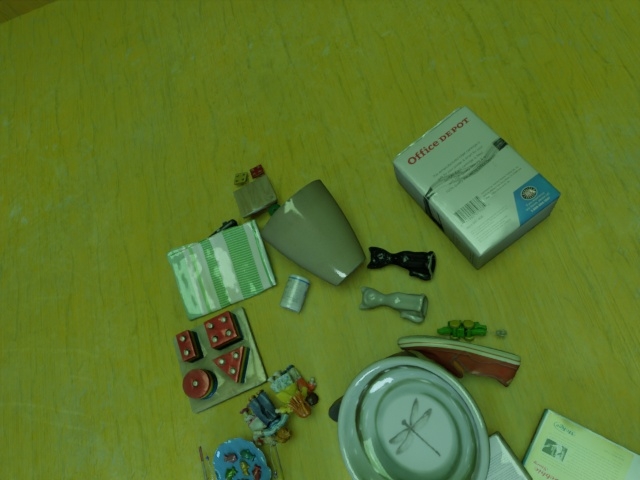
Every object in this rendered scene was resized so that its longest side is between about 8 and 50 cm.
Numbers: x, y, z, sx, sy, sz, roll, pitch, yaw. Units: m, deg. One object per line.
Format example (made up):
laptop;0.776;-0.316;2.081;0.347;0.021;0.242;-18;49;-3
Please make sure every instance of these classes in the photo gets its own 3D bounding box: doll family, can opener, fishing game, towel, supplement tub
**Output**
doll family;-0.121;0.490;1.486;0.263;0.118;0.163;-43;67;-3
can opener;-0.354;-0.006;1.748;0.186;0.059;0.073;-33;44;4
fishing game;-0.230;0.660;1.467;0.264;0.041;0.189;-8;93;18
towel;-0.326;0.093;1.693;0.325;0.038;0.247;-21;82;6
supplement tub;-0.081;0.165;1.613;0.071;0.071;0.107;14;77;19

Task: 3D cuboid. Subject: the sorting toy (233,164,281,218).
sorting toy;-0.220;-0.147;1.759;0.132;0.046;0.274;-28;51;3

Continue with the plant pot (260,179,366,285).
plant pot;0.000;0.000;1.573;0.256;0.256;0.274;-43;83;-2

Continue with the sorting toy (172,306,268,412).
sorting toy;-0.329;0.366;1.600;0.257;0.089;0.255;-25;67;5

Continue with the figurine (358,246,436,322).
figurine;0.223;0.125;1.547;0.210;0.092;0.214;7;74;25

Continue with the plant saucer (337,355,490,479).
plant saucer;0.238;0.495;1.311;0.401;0.101;0.400;-4;83;32

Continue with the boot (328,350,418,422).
boot;0.158;0.421;1.464;0.305;0.112;0.115;-30;29;11

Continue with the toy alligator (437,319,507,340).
toy alligator;0.430;0.249;1.464;0.190;0.056;0.051;-2;31;14

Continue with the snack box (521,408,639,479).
snack box;0.683;0.582;1.274;0.322;0.060;0.187;25;80;21

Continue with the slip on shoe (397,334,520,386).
slip on shoe;0.373;0.325;1.410;0.332;0.123;0.101;12;85;7

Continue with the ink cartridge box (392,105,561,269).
ink cartridge box;0.450;-0.161;1.533;0.286;0.166;0.394;-37;68;0

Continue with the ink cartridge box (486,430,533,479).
ink cartridge box;0.402;0.673;1.283;0.296;0.066;0.261;-39;65;13
